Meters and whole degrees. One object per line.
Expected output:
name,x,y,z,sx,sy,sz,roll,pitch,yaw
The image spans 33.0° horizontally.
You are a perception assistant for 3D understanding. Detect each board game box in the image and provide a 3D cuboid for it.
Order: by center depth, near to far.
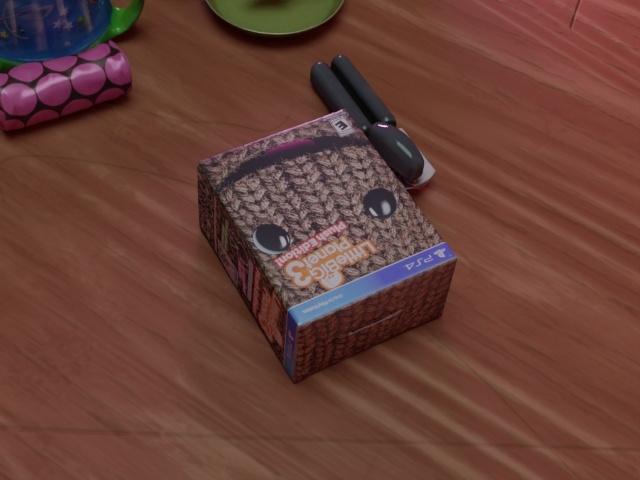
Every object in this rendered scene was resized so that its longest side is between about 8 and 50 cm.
board game box,0.000,0.000,1.443,0.232,0.141,0.291,-23,58,-19

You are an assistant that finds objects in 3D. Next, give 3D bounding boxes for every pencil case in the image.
pencil case,-0.394,-0.239,1.627,0.209,0.095,0.098,-18,41,-19

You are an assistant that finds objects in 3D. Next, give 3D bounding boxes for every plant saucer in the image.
plant saucer,-0.078,-0.416,1.811,0.241,0.037,0.241,2,54,-3

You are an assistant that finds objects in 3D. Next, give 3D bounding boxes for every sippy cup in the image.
sippy cup,-0.443,-0.408,1.662,0.305,0.224,0.240,-30,61,-24

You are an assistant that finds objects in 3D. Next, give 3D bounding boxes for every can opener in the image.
can opener,0.078,-0.189,1.617,0.076,0.095,0.283,-22,58,-20
